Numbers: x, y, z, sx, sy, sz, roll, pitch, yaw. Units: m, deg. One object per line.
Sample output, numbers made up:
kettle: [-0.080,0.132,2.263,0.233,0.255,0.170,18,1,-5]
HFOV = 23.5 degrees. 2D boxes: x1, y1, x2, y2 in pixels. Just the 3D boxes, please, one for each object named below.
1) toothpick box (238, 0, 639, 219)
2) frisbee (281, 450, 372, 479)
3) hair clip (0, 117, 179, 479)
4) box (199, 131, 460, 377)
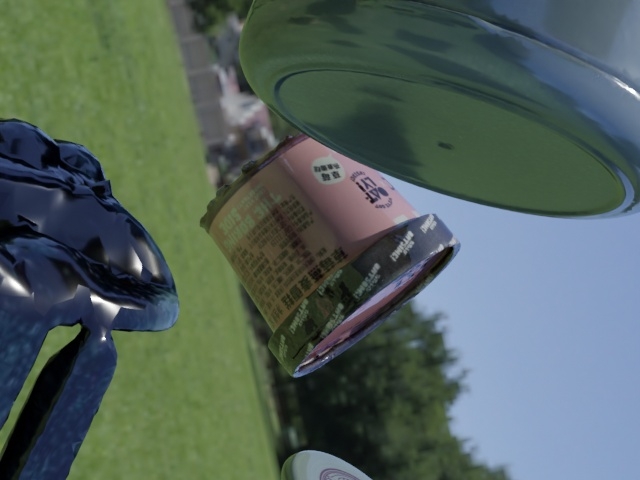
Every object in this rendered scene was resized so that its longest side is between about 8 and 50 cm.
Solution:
toothpick box: [0.131,-0.208,0.818,0.263,0.263,0.354,89,19,-78]
frisbee: [0.022,0.174,0.986,0.110,0.014,0.110,34,15,-11]
hair clip: [-0.173,0.019,0.365,0.194,0.206,0.310,-62,169,2]
box: [0.000,0.000,1.088,0.135,0.151,0.151,51,-8,12]
